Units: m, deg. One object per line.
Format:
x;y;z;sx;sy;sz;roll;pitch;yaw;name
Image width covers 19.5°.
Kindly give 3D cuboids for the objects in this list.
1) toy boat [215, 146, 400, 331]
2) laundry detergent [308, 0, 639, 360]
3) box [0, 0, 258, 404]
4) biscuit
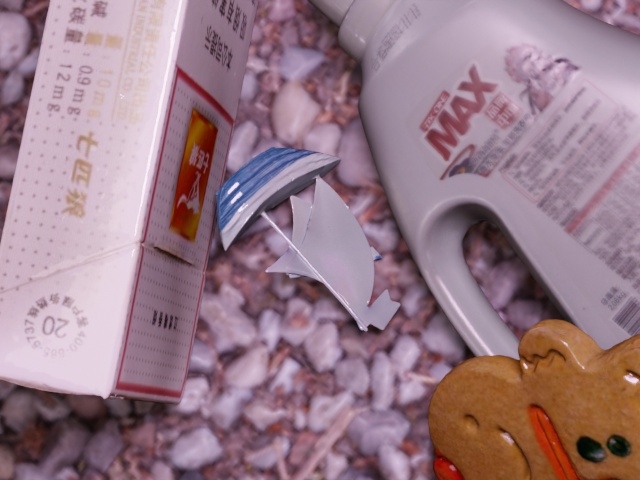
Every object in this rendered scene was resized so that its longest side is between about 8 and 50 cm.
0.000;-0.011;1.287;0.149;0.034;0.105;27;64;-2;toy boat
0.143;-0.050;1.233;0.398;0.124;0.264;41;105;11;laundry detergent
-0.124;-0.060;1.228;0.095;0.210;0.330;11;85;9;box
0.153;0.128;1.187;0.225;0.036;0.166;-9;114;43;biscuit
